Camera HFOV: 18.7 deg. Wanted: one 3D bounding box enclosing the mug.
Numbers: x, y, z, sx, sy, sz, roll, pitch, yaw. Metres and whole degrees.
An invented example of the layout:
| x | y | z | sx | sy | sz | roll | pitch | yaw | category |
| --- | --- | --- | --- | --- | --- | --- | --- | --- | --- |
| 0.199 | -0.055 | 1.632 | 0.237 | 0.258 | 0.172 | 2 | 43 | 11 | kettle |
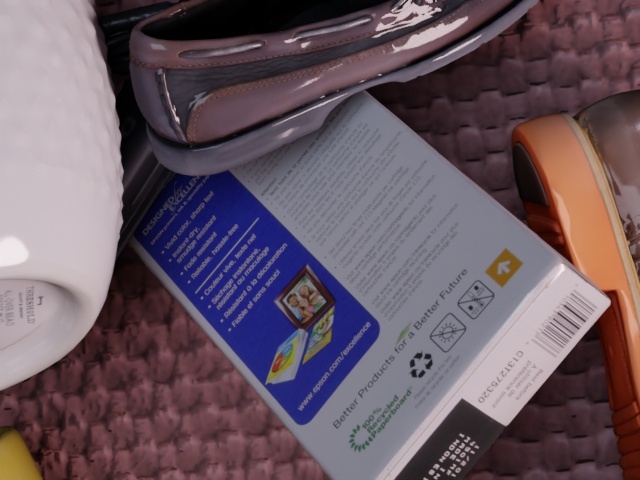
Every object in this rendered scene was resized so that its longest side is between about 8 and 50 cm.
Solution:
| x | y | z | sx | sy | sz | roll | pitch | yaw | category |
| --- | --- | --- | --- | --- | --- | --- | --- | --- | --- |
| -0.272 | -0.054 | 1.186 | 0.276 | 0.374 | 0.328 | -8 | 62 | -27 | mug |

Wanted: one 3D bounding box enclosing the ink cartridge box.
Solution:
| x | y | z | sx | sy | sz | roll | pitch | yaw | category |
| --- | --- | --- | --- | --- | --- | --- | --- | --- | --- |
| 0.000 | 0.000 | 1.185 | 0.176 | 0.069 | 0.371 | -51 | 45 | 5 | ink cartridge box |

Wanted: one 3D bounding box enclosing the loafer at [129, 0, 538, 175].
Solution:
| x | y | z | sx | sy | sz | roll | pitch | yaw | category |
| --- | --- | --- | --- | --- | --- | --- | --- | --- | --- |
| 0.022 | -0.148 | 1.168 | 0.302 | 0.095 | 0.109 | -31 | 40 | -14 | loafer |

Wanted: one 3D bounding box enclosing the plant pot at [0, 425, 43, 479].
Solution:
| x | y | z | sx | sy | sz | roll | pitch | yaw | category |
| --- | --- | --- | --- | --- | --- | --- | --- | --- | --- |
| -0.251 | 0.274 | 1.191 | 0.254 | 0.254 | 0.239 | -24 | 95 | 11 | plant pot |

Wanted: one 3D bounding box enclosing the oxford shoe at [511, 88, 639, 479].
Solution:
| x | y | z | sx | sy | sz | roll | pitch | yaw | category |
| --- | --- | --- | --- | --- | --- | --- | --- | --- | --- |
| 0.233 | 0.082 | 1.134 | 0.132 | 0.130 | 0.364 | -19 | 88 | -5 | oxford shoe |

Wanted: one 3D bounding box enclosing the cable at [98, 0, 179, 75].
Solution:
| x | y | z | sx | sy | sz | roll | pitch | yaw | category |
| --- | --- | --- | --- | --- | --- | --- | --- | --- | --- |
| -0.138 | -0.184 | 1.295 | 0.184 | 0.047 | 0.150 | 17 | 89 | 17 | cable |

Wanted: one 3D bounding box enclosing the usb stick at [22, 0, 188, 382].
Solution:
| x | y | z | sx | sy | sz | roll | pitch | yaw | category |
| --- | --- | --- | --- | --- | --- | --- | --- | --- | --- |
| -0.131 | -0.037 | 1.245 | 0.278 | 0.045 | 0.077 | -57 | 40 | 4 | usb stick |
